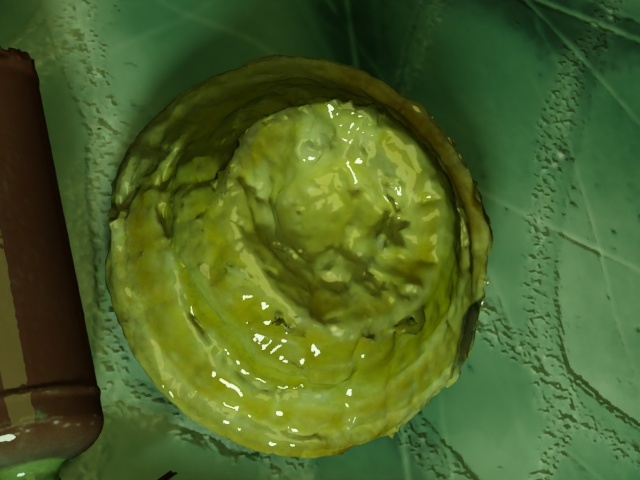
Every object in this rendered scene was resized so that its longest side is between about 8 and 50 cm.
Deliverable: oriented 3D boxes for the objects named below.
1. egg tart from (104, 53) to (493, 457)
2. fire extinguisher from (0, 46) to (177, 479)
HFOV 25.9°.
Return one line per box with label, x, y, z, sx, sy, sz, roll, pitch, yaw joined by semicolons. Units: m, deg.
egg tart;0.000;0.000;0.933;0.290;0.115;0.290;6;72;-20
fire extinguisher;-0.178;0.051;0.858;0.147;0.106;0.337;-6;76;-32
